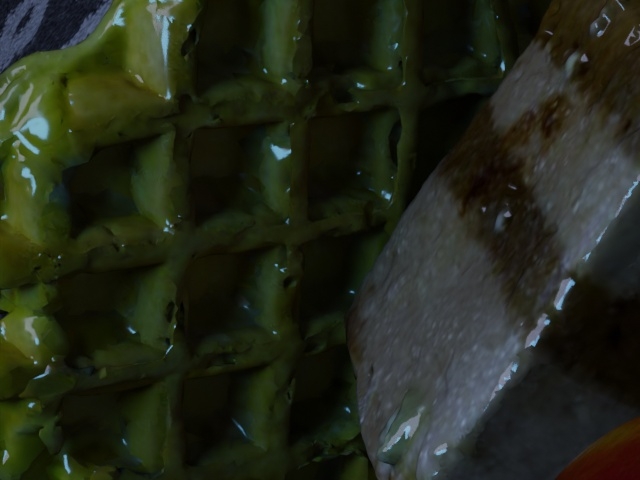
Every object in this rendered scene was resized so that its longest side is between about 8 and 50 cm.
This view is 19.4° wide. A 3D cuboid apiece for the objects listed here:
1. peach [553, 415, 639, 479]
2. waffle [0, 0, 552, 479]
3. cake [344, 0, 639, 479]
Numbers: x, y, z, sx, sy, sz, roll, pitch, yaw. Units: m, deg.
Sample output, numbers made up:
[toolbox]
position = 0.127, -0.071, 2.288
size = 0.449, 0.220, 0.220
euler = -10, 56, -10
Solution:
[peach]
position = 0.146, 0.157, 0.692
size = 0.192, 0.190, 0.190
euler = -47, 23, -5
[waffle]
position = 0.000, 0.000, 0.950
size = 0.382, 0.379, 0.095
euler = -54, 38, -7
[cake]
position = 0.125, 0.049, 0.857
size = 0.293, 0.199, 0.196
euler = -52, 27, 17
